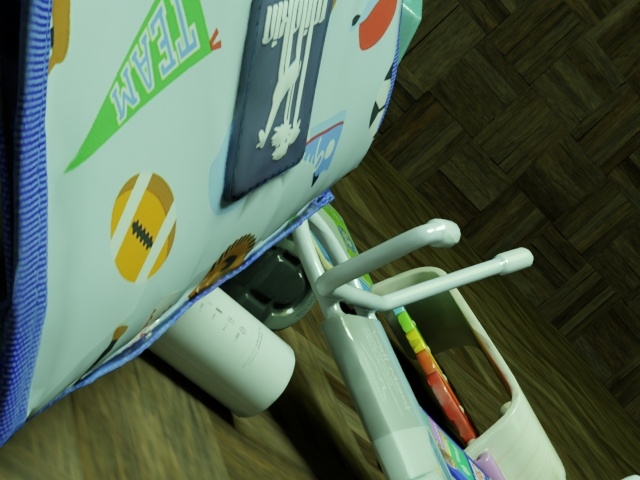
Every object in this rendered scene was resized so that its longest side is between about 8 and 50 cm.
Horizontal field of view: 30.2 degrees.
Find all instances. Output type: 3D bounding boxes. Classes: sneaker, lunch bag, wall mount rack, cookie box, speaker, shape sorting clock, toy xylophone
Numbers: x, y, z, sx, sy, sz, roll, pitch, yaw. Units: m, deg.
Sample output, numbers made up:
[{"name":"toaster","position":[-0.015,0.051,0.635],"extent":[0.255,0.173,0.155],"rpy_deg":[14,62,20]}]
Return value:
[{"name":"sneaker","position":[-0.108,-0.028,0.821],"extent":[0.106,0.101,0.267],"rpy_deg":[36,-8,49]},{"name":"lunch bag","position":[-0.114,-0.153,0.472],"extent":[0.328,0.238,0.386],"rpy_deg":[-39,112,-57]},{"name":"wall mount rack","position":[0.116,0.114,0.826],"extent":[0.350,0.130,0.304],"rpy_deg":[66,13,12]},{"name":"cookie box","position":[0.096,0.186,0.943],"extent":[0.107,0.040,0.092],"rpy_deg":[47,8,-8]},{"name":"speaker","position":[-0.077,0.047,0.692],"extent":[0.136,0.055,0.055],"rpy_deg":[42,11,-30]},{"name":"shape sorting clock","position":[0.000,0.000,1.283],"extent":[0.206,0.040,0.206],"rpy_deg":[56,11,-16]},{"name":"toy xylophone","position":[0.156,0.162,1.165],"extent":[0.236,0.081,0.323],"rpy_deg":[58,3,-22]}]

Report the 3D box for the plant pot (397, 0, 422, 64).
[{"name":"plant pot","position":[-0.035,-0.147,0.927],"extent":[0.165,0.234,0.165],"rpy_deg":[38,31,-19]}]
